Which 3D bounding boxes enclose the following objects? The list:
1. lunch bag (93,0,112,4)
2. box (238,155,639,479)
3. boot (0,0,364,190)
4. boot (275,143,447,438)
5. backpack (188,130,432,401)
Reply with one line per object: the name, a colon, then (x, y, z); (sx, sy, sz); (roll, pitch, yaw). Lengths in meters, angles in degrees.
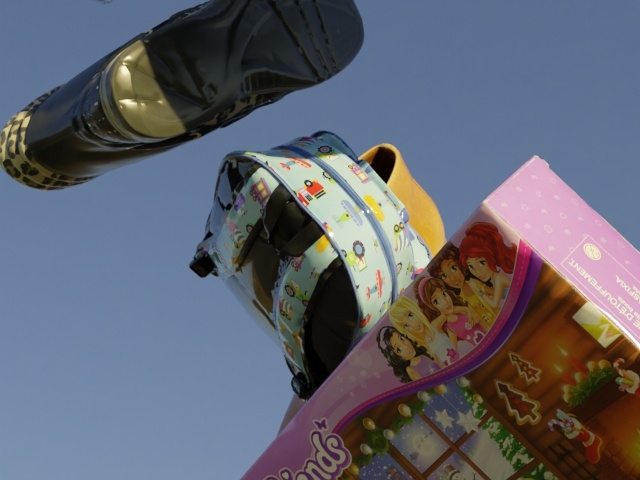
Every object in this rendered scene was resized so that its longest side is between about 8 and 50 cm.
lunch bag: (-0.188, -0.268, 1.247); (0.096, 0.151, 0.129); (1, 1, 12)
box: (0.085, 0.126, 0.761); (0.201, 0.057, 0.293); (44, -48, 7)
boot: (-0.098, -0.111, 1.098); (0.236, 0.085, 0.178); (-30, 8, -42)
boot: (0.007, 0.072, 1.407); (0.104, 0.295, 0.211); (23, -19, 38)
backpack: (0.000, 0.000, 1.050); (0.117, 0.158, 0.173); (-33, -18, -23)
